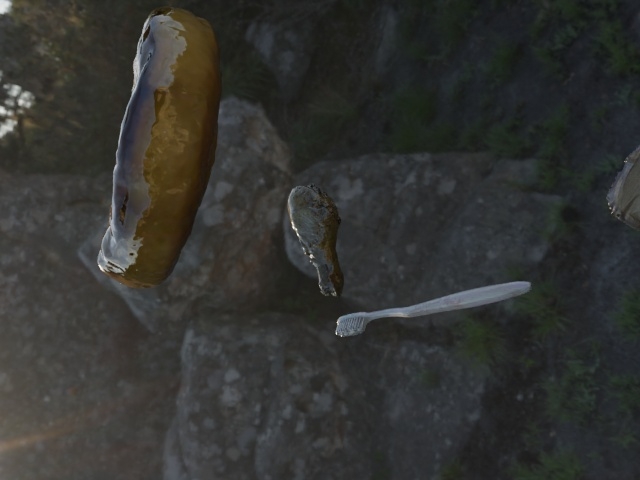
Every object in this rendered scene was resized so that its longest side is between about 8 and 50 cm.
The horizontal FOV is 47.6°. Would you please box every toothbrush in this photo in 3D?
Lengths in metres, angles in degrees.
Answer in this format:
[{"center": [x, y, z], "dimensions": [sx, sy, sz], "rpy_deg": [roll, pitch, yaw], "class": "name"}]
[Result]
[{"center": [0.140, 0.094, 0.971], "dimensions": [0.307, 0.025, 0.029], "rpy_deg": [-17, 40, 38], "class": "toothbrush"}]

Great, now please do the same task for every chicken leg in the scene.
[{"center": [0.000, 0.000, 1.199], "dimensions": [0.069, 0.085, 0.198], "rpy_deg": [24, -129, -81], "class": "chicken leg"}]

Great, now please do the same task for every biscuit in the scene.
[{"center": [-0.146, -0.096, 0.693], "dimensions": [0.213, 0.091, 0.274], "rpy_deg": [145, 135, -65], "class": "biscuit"}]

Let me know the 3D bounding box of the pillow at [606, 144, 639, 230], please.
[{"center": [0.323, -0.109, 0.599], "dimensions": [0.038, 0.130, 0.233], "rpy_deg": [45, 117, 50], "class": "pillow"}]
